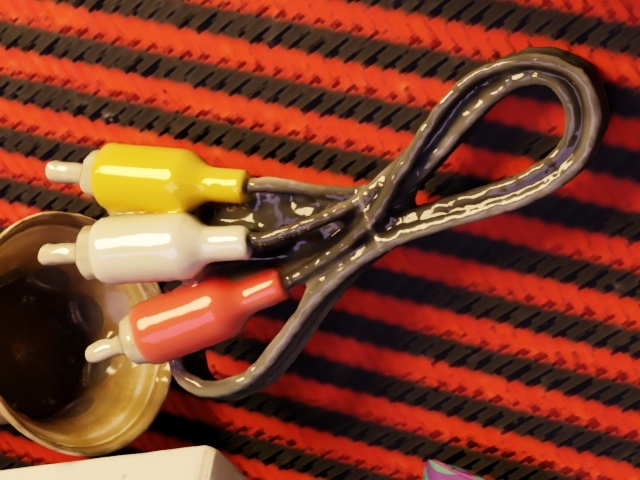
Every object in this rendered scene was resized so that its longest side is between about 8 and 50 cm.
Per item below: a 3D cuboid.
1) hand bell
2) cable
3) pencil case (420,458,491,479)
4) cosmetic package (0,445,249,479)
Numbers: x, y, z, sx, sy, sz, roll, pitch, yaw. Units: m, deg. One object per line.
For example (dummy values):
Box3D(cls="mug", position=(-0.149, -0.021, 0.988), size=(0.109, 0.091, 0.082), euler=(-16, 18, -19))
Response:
Box3D(cls="hand bell", position=(-0.204, 0.074, 0.958), size=(0.242, 0.126, 0.126), euler=(-19, 104, 44))
Box3D(cls="cable", position=(0.000, 0.000, 0.819), size=(0.287, 0.072, 0.139), euler=(-13, 92, 29))
Box3D(cls="pencil case", position=(0.050, 0.184, 0.850), size=(0.070, 0.151, 0.064), euler=(31, 169, -19))
Box3D(cls="cosmetic package", position=(-0.176, 0.234, 0.927), size=(0.366, 0.155, 0.197), euler=(-8, 142, 28))
